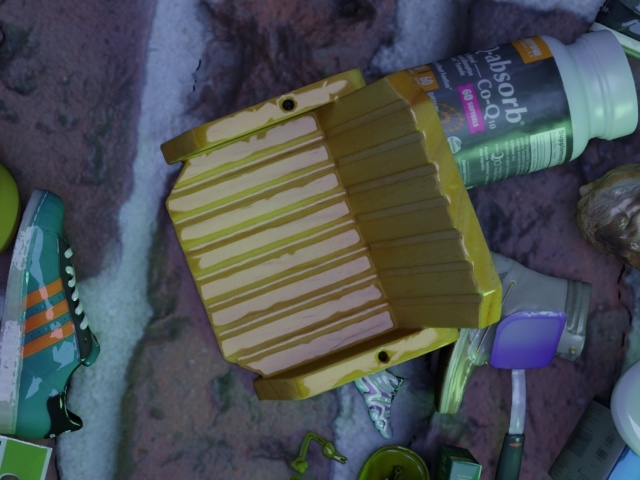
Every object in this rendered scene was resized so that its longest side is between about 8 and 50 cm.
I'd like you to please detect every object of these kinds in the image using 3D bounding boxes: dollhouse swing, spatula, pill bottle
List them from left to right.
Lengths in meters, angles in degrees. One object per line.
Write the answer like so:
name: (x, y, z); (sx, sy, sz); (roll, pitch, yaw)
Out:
dollhouse swing: (0.000, 0.000, 1.681); (0.315, 0.305, 0.347); (-21, 94, -3)
pill bottle: (0.227, -0.157, 1.759); (0.278, 0.162, 0.162); (-16, 93, -3)
spatula: (0.239, 0.213, 1.789); (0.084, 0.030, 0.296); (1, 113, -10)

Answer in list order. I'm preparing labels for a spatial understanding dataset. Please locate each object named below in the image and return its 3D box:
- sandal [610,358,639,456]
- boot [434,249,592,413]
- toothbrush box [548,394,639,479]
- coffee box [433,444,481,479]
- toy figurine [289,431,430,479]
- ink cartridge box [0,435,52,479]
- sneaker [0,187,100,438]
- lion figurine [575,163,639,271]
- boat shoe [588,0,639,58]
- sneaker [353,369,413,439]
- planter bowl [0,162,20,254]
sandal: (0.509, 0.184, 1.693); (0.416, 0.102, 0.169); (-10, 73, -22)
boot: (0.239, 0.131, 1.815); (0.165, 0.077, 0.213); (17, 91, -6)
toothbrush box: (0.449, 0.325, 1.763); (0.295, 0.216, 0.126); (32, 90, -3)
coffee box: (0.157, 0.351, 1.798); (0.040, 0.113, 0.184); (10, 90, -3)
toy figurine: (0.016, 0.445, 1.789); (0.191, 0.217, 0.362); (10, 47, 10)
ink cartridge box: (-0.452, 0.264, 1.736); (0.255, 0.097, 0.189); (16, 113, -5)
sneaker: (-0.323, 0.090, 1.769); (0.121, 0.108, 0.302); (7, 95, -10)
lion figurine: (0.483, 0.071, 1.786); (0.240, 0.142, 0.392); (-23, 86, -16)
boat shoe: (0.453, -0.242, 1.808); (0.233, 0.084, 0.079); (26, 91, -1)
sneaker: (0.087, 0.194, 1.824); (0.069, 0.038, 0.098); (-25, 94, -2)
planter bowl: (-0.419, -0.034, 1.736); (0.090, 0.217, 0.217); (17, 91, -38)
